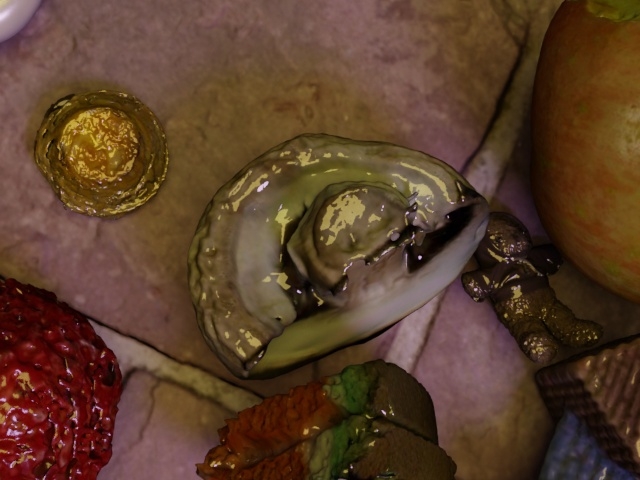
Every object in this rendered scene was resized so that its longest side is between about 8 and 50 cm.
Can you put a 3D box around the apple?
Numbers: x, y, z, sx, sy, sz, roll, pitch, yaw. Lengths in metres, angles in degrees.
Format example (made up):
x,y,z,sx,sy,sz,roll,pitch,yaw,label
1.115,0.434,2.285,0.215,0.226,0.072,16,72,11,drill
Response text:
x,y,z,sx,sy,sz,roll,pitch,yaw,label
0.352,-0.092,0.935,0.340,0.339,0.339,1,84,-7,apple

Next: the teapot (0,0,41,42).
x,y,z,sx,sy,sz,roll,pitch,yaw,label
-0.327,-0.240,0.994,0.145,0.092,0.226,4,85,-4,teapot

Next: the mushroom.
x,y,z,sx,sy,sz,roll,pitch,yaw,label
0.004,0.000,0.974,0.267,0.189,0.164,-38,69,3,mushroom

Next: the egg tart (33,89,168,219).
x,y,z,sx,sy,sz,roll,pitch,yaw,label
-0.207,-0.082,1.014,0.131,0.052,0.130,1,85,-10,egg tart

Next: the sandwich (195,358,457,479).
x,y,z,sx,sy,sz,roll,pitch,yaw,label
0.020,0.190,0.939,0.212,0.292,0.109,-14,63,29,sandwich

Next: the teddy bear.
x,y,z,sx,sy,sz,roll,pitch,yaw,label
0.195,0.050,1.044,0.119,0.078,0.160,-14,64,-26,teddy bear

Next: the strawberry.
x,y,z,sx,sy,sz,roll,pitch,yaw,label
-0.307,0.158,0.893,0.274,0.220,0.274,0,84,-3,strawberry

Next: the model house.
x,y,z,sx,sy,sz,roll,pitch,yaw,label
0.316,0.225,0.949,0.266,0.261,0.321,22,78,-2,model house
